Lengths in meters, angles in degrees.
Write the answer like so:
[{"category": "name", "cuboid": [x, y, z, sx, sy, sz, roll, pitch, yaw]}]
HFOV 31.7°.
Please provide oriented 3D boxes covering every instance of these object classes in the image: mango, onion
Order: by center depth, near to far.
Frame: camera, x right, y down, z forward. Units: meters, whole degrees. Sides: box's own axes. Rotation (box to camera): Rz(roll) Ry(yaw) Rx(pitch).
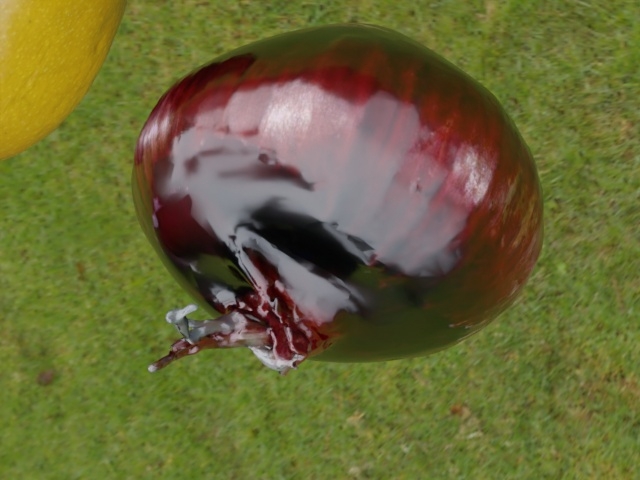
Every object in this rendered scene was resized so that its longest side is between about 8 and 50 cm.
[{"category": "onion", "cuboid": [0.000, 0.000, 0.720, 0.273, 0.285, 0.273, 15, 147, 10]}, {"category": "mango", "cuboid": [-0.224, -0.198, 0.851, 0.144, 0.187, 0.359, 43, 125, 14]}]
